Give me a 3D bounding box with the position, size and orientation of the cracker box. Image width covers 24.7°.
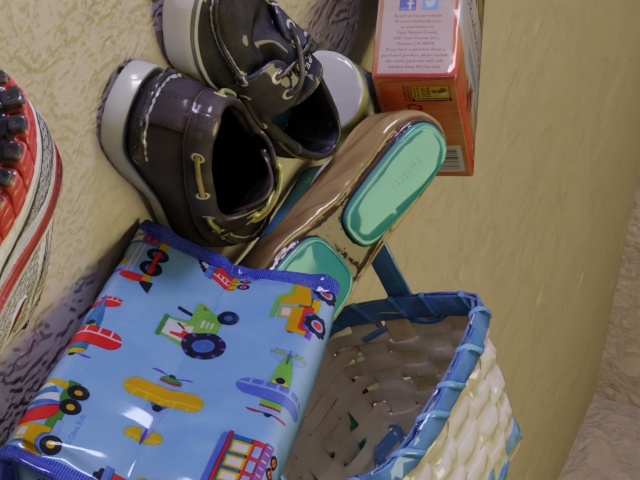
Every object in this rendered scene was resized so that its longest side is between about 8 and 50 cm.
[{"bbox_3d":[0.090,-0.186,1.139,0.155,0.067,0.232,67,26,-63],"label":"cracker box"}]

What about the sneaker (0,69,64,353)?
[{"bbox_3d":[-0.164,0.041,0.644,0.093,0.088,0.225,50,59,-71],"label":"sneaker"}]

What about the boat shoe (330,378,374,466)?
[{"bbox_3d":[-0.013,0.239,1.280,0.089,0.109,0.258,99,-1,-65],"label":"boat shoe"}]

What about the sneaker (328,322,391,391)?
[{"bbox_3d":[0.034,0.092,1.366,0.158,0.061,0.064,70,13,-63],"label":"sneaker"}]

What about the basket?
[{"bbox_3d":[0.018,0.116,1.124,0.255,0.201,0.289,-51,124,-45],"label":"basket"}]

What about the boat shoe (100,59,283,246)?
[{"bbox_3d":[-0.063,-0.039,0.903,0.228,0.069,0.081,47,61,-70],"label":"boat shoe"}]

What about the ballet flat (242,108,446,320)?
[{"bbox_3d":[0.000,0.000,1.019,0.232,0.073,0.080,-48,126,-19],"label":"ballet flat"}]

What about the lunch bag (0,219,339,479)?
[{"bbox_3d":[-0.102,0.177,0.891,0.221,0.138,0.293,-67,173,-53],"label":"lunch bag"}]

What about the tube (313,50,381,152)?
[{"bbox_3d":[0.027,-0.098,1.153,0.070,0.062,0.240,-30,171,11],"label":"tube"}]

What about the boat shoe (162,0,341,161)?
[{"bbox_3d":[-0.033,-0.108,0.919,0.228,0.076,0.080,67,43,-64],"label":"boat shoe"}]
